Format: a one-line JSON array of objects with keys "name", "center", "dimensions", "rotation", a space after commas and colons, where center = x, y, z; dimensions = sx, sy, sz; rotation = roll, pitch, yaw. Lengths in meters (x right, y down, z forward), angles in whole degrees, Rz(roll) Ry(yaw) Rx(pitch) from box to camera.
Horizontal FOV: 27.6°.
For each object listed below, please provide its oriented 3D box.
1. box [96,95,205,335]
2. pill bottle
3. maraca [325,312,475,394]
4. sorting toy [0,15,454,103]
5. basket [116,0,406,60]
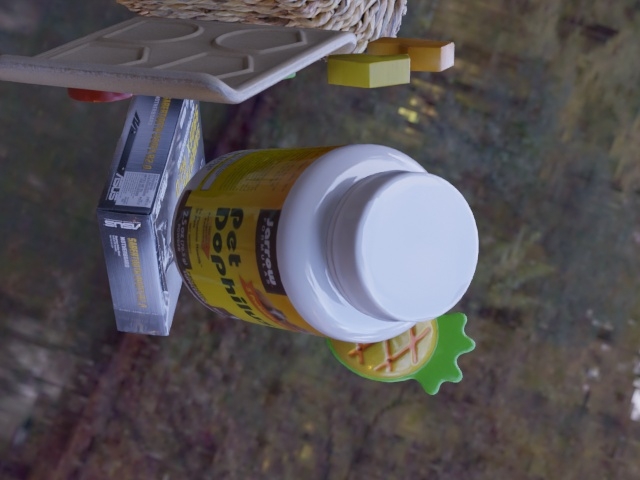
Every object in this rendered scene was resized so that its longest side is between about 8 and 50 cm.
[{"name": "box", "center": [-0.167, -0.048, 1.329], "dimensions": [0.183, 0.056, 0.231], "rotation": [89, 8, -47]}, {"name": "pill bottle", "center": [0.000, 0.000, 0.801], "dimensions": [0.215, 0.117, 0.117], "rotation": [3, -108, 59]}, {"name": "maraca", "center": [0.094, 0.115, 1.582], "dimensions": [0.099, 0.186, 0.127], "rotation": [-94, -154, -85]}, {"name": "sorting toy", "center": [-0.067, -0.133, 1.011], "dimensions": [0.229, 0.307, 0.041], "rotation": [-33, 127, -58]}, {"name": "basket", "center": [-0.072, -0.315, 1.286], "dimensions": [0.223, 0.299, 0.213], "rotation": [27, 79, -60]}]
